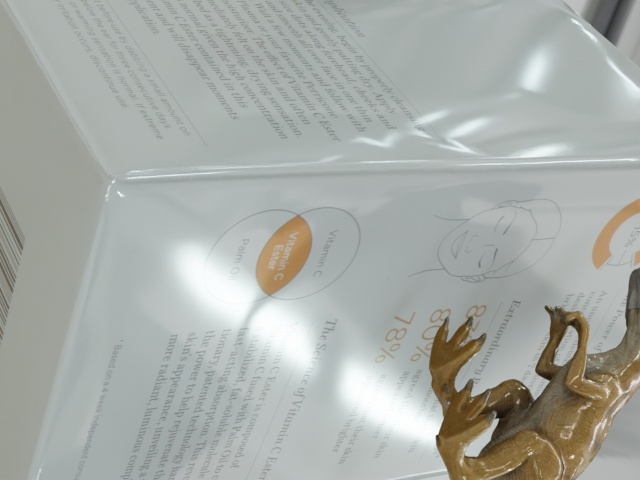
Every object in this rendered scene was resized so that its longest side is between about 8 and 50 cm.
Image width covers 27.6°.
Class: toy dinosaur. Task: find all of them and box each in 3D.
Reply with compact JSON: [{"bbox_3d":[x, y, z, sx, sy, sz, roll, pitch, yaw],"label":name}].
[{"bbox_3d":[0.083,0.096,0.553,0.211,0.112,0.064,-51,-150,0],"label":"toy dinosaur"}]

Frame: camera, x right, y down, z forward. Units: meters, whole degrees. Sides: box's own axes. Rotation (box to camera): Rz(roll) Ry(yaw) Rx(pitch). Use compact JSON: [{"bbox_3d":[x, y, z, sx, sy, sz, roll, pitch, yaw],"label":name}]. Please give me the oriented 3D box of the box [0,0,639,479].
[{"bbox_3d":[0.000,0.000,0.659,0.168,0.345,0.215,54,-45,40],"label":"box"}]
